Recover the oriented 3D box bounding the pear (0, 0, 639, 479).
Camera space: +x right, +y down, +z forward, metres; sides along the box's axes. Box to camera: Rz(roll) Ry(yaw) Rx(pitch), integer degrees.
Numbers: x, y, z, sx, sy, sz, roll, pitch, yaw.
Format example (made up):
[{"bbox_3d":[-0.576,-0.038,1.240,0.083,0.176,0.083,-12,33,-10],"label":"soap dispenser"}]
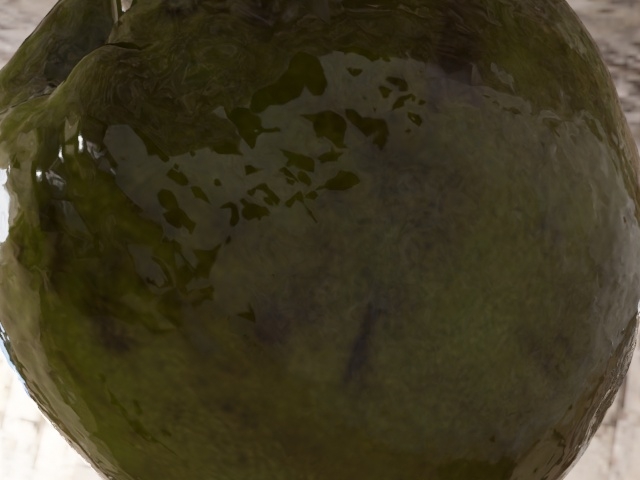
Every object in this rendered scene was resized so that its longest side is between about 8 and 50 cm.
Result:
[{"bbox_3d":[0.000,0.000,0.774,0.413,0.352,0.352,40,-118,-43],"label":"pear"}]
